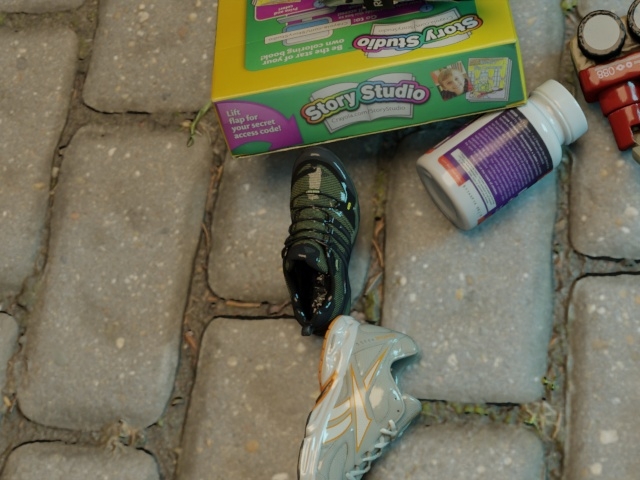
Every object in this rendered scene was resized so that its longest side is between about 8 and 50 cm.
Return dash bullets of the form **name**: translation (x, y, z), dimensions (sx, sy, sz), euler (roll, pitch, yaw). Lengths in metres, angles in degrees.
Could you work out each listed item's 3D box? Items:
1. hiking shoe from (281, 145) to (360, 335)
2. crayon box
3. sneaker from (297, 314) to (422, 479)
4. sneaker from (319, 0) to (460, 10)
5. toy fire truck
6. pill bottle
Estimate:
- **hiking shoe**: translation (0.000, 0.000, 1.561), dimensions (0.086, 0.114, 0.227), euler (-4, 88, 10)
- **crayon box**: translation (0.055, -0.265, 1.665), dimensions (0.362, 0.106, 0.313), euler (-10, 43, 8)
- **sneaker**: translation (0.049, 0.211, 1.496), dimensions (0.121, 0.099, 0.262), euler (7, 68, 11)
- **sneaker**: translation (0.063, -0.318, 1.557), dimensions (0.146, 0.122, 0.330), euler (-40, 37, -23)
- **toy fire truck**: translation (0.430, -0.172, 1.582), dimensions (0.217, 0.158, 0.246), euler (-17, 81, 9)
- **pill bottle**: translation (0.221, -0.107, 1.602), dimensions (0.193, 0.108, 0.108), euler (-36, 62, -5)
